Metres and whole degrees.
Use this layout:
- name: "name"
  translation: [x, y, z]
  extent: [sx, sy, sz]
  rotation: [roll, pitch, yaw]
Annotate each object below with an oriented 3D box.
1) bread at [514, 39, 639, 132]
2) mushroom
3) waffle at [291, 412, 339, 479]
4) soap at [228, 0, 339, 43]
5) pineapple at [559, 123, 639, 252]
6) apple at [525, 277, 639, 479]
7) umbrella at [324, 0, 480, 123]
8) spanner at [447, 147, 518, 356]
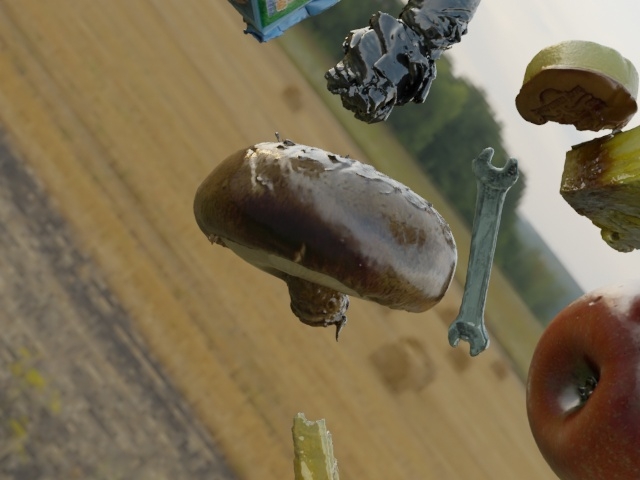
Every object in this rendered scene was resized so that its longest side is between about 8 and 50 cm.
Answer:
- name: "bread"
  translation: [0.328, -0.198, 2.080]
  extent: [0.125, 0.156, 0.086]
  rotation: [80, 21, -58]
- name: "mushroom"
  translation: [0.006, -0.009, 1.787]
  extent: [0.297, 0.163, 0.278]
  rotation: [21, -20, 15]
- name: "waffle"
  translation: [0.000, 0.183, 1.283]
  extent: [0.191, 0.032, 0.125]
  rotation: [-46, 128, -87]
- name: "soap"
  translation: [-0.033, -0.332, 1.649]
  extent: [0.077, 0.156, 0.293]
  rotation: [47, -17, 29]
- name: "pineapple"
  translation: [0.399, -0.069, 2.084]
  extent: [0.186, 0.236, 0.114]
  rotation: [18, 51, -8]
- name: "apple"
  translation: [0.449, 0.216, 2.215]
  extent: [0.277, 0.348, 0.348]
  rotation: [16, 21, -25]
- name: "umbrella"
  translation: [0.144, -0.327, 2.503]
  extent: [0.154, 0.336, 0.128]
  rotation: [29, -13, 21]
- name: "spanner"
  translation: [0.229, 0.018, 2.342]
  extent: [0.071, 0.302, 0.017]
  rotation: [11, 10, 10]
